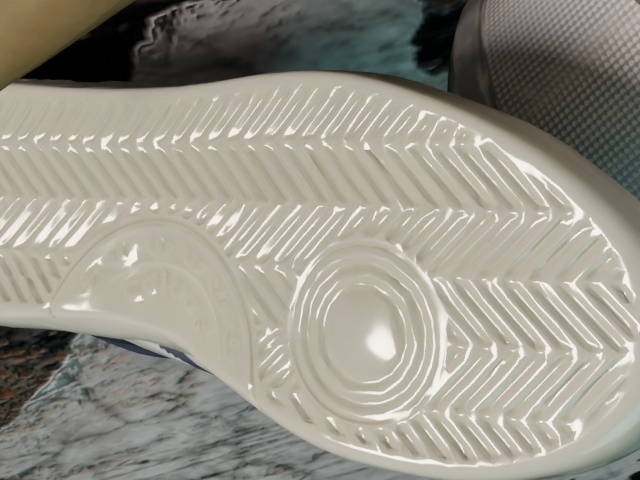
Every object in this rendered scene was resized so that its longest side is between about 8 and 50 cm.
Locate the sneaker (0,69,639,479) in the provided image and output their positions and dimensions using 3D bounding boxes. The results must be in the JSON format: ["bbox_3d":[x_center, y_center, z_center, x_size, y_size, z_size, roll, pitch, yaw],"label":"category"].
[{"bbox_3d":[0.000,0.000,0.661,0.350,0.131,0.148,15,-173,37],"label":"sneaker"}]

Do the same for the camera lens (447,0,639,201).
[{"bbox_3d":[0.200,-0.079,0.651,0.219,0.219,0.274,10,141,-39],"label":"camera lens"}]

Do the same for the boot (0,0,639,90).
[{"bbox_3d":[-0.022,-0.108,0.540,0.269,0.236,0.089,-29,-169,15],"label":"boot"}]
